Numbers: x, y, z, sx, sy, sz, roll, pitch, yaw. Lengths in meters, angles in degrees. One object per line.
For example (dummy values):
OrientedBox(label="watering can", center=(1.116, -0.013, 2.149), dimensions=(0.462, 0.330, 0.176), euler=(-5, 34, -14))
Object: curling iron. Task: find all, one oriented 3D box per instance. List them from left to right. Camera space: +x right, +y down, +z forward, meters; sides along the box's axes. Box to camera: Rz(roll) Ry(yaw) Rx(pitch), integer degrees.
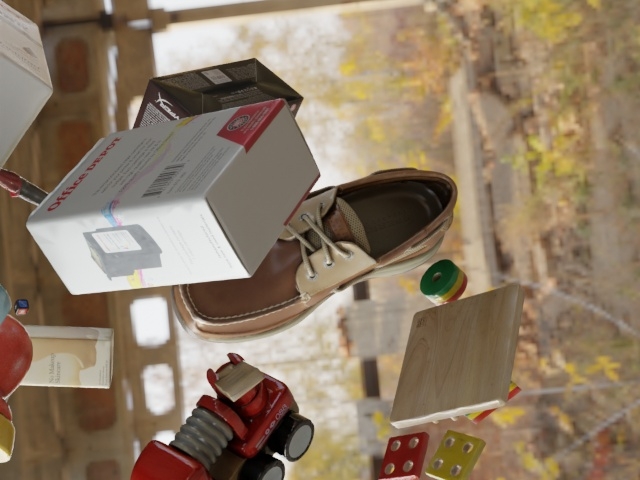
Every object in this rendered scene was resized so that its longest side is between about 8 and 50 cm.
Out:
OrientedBox(label="curling iron", center=(-0.472, -0.081, 1.879), dimensions=(0.068, 0.035, 0.274), euler=(38, 179, 33))

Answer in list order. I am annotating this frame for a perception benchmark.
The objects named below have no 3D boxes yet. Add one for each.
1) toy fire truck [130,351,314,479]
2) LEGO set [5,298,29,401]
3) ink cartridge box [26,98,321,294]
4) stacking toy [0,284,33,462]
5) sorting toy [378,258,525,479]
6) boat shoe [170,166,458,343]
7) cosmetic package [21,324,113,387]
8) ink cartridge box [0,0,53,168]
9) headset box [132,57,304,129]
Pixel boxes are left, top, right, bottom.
OrientedBox(label="toy fire truck", center=(-0.117, 0.222, 1.358), dimensions=(0.217, 0.158, 0.246), euler=(-52, -35, -22))
OrientedBox(label="LEGO set", center=(-0.603, 0.182, 2.116), dimensions=(0.060, 0.182, 0.244), euler=(-54, 15, 43))
OrientedBox(label="ink cartridge box", center=(-0.108, -0.031, 0.892), dimensions=(0.072, 0.175, 0.127), euler=(62, -140, -28))
OrientedBox(label="stacking toy", center=(-0.387, 0.062, 1.045), dimensions=(0.309, 0.279, 0.130), euler=(105, -177, -64))
OrientedBox(label="sorting toy", center=(0.141, 0.128, 1.172), dimensions=(0.046, 0.132, 0.274), euler=(41, -133, -30))
OrientedBox(label="boat shoe", center=(0.000, 0.000, 1.207), dimensions=(0.123, 0.324, 0.116), euler=(58, 152, 12))
OrientedBox(label="cosmetic package", center=(-0.287, 0.128, 1.335), dimensions=(0.041, 0.115, 0.060), euler=(-109, 21, -74))
OrientedBox(label="ink cartridge box", center=(-0.360, -0.178, 1.094), dimensions=(0.197, 0.114, 0.273), euler=(33, -172, -25))
OrientedBox(label="headset box", center=(-0.176, -0.097, 1.714), dimensions=(0.218, 0.110, 0.293), euler=(-21, -35, -49))
